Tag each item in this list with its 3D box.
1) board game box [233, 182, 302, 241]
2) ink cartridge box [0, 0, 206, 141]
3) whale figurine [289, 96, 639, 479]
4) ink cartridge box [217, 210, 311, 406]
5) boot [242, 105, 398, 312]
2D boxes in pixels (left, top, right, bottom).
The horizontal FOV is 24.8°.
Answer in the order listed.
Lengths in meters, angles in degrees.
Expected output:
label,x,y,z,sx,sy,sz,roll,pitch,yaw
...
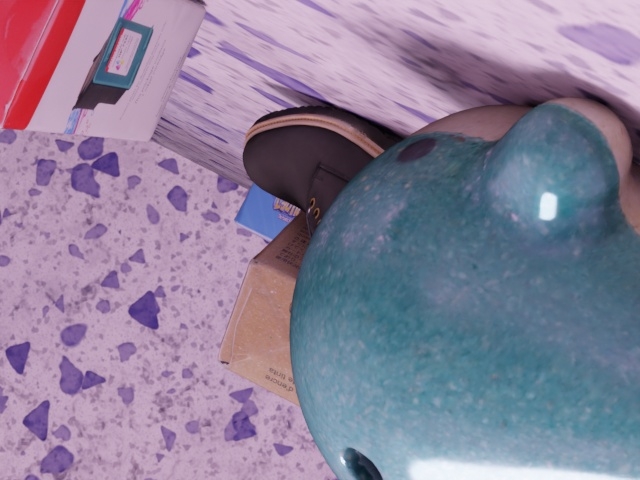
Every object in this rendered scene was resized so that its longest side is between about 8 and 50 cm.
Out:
label,x,y,z,sx,sy,sz,roll,pitch,yaw
board game box,0.124,0.039,1.250,0.302,0.086,0.308,28,178,-33
ink cartridge box,-0.150,-0.107,0.627,0.134,0.078,0.231,27,-173,10
whale figurine,0.095,0.057,0.513,0.272,0.141,0.216,22,139,49
ink cartridge box,0.081,0.056,0.937,0.234,0.088,0.193,27,-150,11
boot,0.000,0.000,0.834,0.198,0.137,0.077,18,146,40
